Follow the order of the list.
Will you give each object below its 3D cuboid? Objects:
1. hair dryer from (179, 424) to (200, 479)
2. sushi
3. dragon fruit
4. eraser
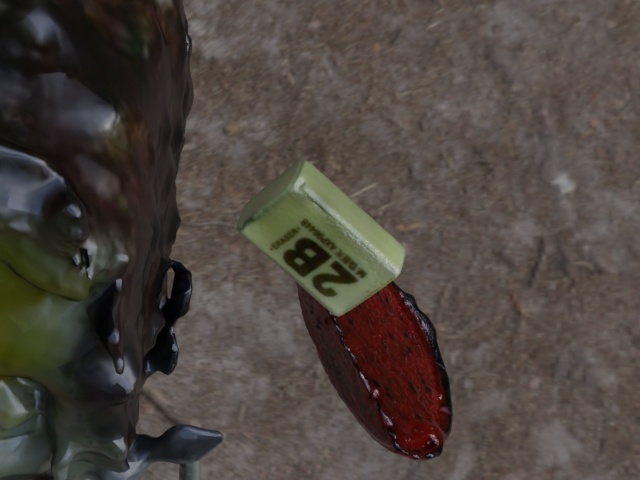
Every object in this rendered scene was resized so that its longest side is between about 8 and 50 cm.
[{"bbox_3d":[-0.104,0.300,1.095,0.173,0.107,0.357,-35,139,-43],"label":"hair dryer"},{"bbox_3d":[-0.203,-0.027,0.634,0.281,0.299,0.294,-6,50,1],"label":"sushi"},{"bbox_3d":[0.075,0.154,1.675,0.282,0.100,0.344,2,55,-55],"label":"dragon fruit"},{"bbox_3d":[0.000,0.000,1.424,0.172,0.117,0.058,42,37,-17],"label":"eraser"}]
